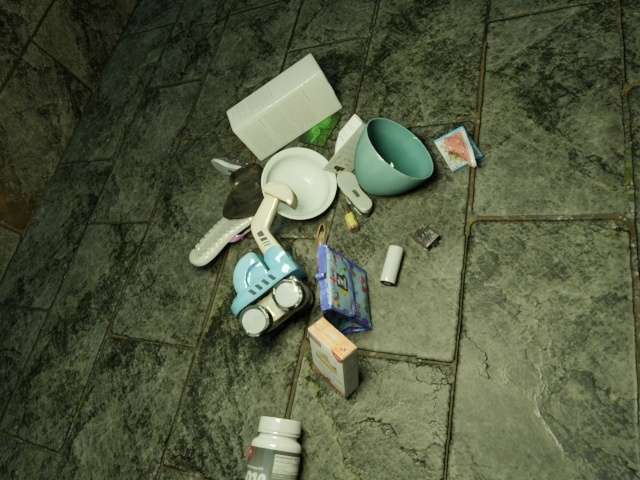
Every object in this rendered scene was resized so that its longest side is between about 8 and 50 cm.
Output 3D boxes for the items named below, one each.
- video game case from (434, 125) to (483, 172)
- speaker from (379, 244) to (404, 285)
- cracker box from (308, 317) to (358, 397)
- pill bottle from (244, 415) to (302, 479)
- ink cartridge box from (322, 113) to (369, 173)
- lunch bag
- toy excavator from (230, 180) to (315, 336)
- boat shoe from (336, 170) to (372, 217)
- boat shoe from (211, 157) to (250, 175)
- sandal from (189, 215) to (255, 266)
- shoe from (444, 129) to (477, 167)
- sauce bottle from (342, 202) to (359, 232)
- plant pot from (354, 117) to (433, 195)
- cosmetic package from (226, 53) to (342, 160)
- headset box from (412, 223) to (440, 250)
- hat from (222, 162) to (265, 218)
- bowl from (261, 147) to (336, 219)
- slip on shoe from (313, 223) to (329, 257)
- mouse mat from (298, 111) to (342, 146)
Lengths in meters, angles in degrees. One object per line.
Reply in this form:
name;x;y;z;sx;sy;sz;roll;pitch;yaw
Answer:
video game case;0.512;-0.341;1.704;0.119;0.015;0.166;-27;55;12
speaker;0.249;0.087;1.590;0.055;0.055;0.136;7;69;30
cracker box;0.043;0.371;1.438;0.067;0.232;0.156;-33;49;-26
pill bottle;-0.147;0.700;1.407;0.161;0.161;0.283;-4;64;26
ink cartridge box;0.118;-0.360;1.765;0.232;0.189;0.066;-43;65;26
lunch bag;0.051;0.161;1.505;0.138;0.293;0.221;-14;60;20
toy excavator;-0.185;0.064;1.637;0.433;0.222;0.445;-38;75;2
boat shoe;0.128;-0.178;1.775;0.078;0.070;0.219;-24;59;-9
boat shoe;-0.417;-0.357;2.153;0.228;0.080;0.076;18;57;36
sandal;-0.378;-0.032;1.948;0.416;0.102;0.169;-41;38;-14
shoe;0.505;-0.321;1.652;0.081;0.063;0.178;-19;52;18
sauce bottle;0.113;-0.090;1.760;0.042;0.042;0.128;-26;58;13
plant pot;0.238;-0.275;1.681;0.195;0.290;0.290;-50;43;43
cosmetic package;-0.160;-0.586;2.038;0.453;0.230;0.161;-30;53;10
headset box;0.371;-0.010;1.592;0.062;0.032;0.083;-45;52;-1
hat;-0.311;-0.242;1.950;0.331;0.134;0.331;-18;39;15
bowl;-0.090;-0.210;1.836;0.298;0.134;0.297;2;76;-8
slip on shoe;0.000;0.000;1.771;0.051;0.041;0.135;9;69;30
mouse mat;-0.002;-0.509;2.060;0.153;0.007;0.189;21;75;34
